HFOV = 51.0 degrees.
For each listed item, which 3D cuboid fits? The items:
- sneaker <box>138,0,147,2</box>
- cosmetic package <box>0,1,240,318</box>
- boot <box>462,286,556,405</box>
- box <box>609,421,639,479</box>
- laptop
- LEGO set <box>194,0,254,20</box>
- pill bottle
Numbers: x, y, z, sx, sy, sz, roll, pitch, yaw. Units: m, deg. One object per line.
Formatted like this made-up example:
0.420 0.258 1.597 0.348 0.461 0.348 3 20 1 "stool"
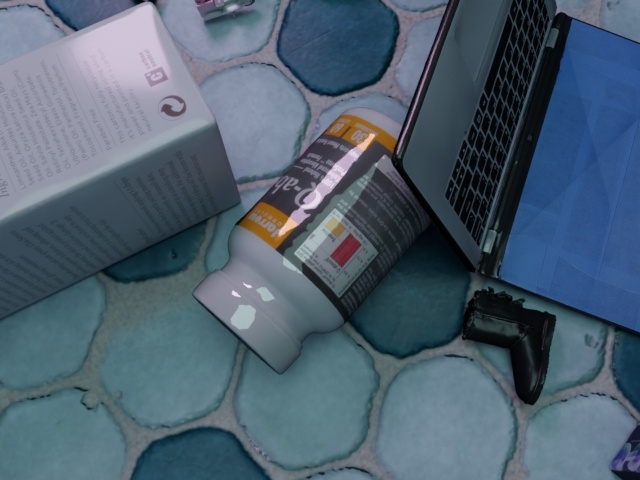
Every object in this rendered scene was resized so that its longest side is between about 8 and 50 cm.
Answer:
-0.251 -0.402 0.908 0.071 0.068 0.170 -17 74 -11 "sneaker"
-0.330 -0.044 0.720 0.453 0.230 0.162 -27 75 -9 "cosmetic package"
0.211 0.118 0.772 0.099 0.045 0.121 18 67 2 "boot"
0.523 0.136 0.641 0.212 0.293 0.395 38 77 10 "box"
0.308 -0.139 0.743 0.236 0.408 0.382 10 71 33 "laptop"
-0.154 -0.445 0.898 0.132 0.107 0.287 -23 76 -7 "LEGO set"
0.000 0.000 0.744 0.162 0.162 0.278 40 77 10 "pill bottle"
